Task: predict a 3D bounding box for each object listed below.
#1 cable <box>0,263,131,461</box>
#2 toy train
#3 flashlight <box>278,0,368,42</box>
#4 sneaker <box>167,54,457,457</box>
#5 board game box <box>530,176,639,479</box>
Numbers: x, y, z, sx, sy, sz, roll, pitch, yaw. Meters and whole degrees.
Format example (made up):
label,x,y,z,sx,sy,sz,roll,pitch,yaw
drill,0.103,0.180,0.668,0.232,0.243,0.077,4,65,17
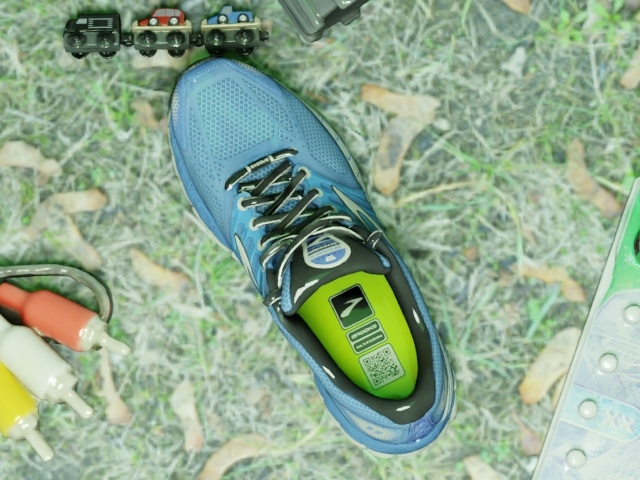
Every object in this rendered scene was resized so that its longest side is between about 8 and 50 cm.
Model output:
label,x,y,z,sx,sy,sz,roll,pitch,yaw
cable,-0.269,0.033,1.446,0.287,0.072,0.139,35,75,5
toy train,-0.119,-0.161,1.512,0.158,0.027,0.036,-1,68,-2
flashlight,-0.063,-0.296,1.509,0.103,0.103,0.304,-31,86,-12
sneaker,0.000,0.000,1.423,0.130,0.147,0.330,-33,81,-8
board game box,0.362,0.184,1.449,0.390,0.050,0.390,20,79,2
